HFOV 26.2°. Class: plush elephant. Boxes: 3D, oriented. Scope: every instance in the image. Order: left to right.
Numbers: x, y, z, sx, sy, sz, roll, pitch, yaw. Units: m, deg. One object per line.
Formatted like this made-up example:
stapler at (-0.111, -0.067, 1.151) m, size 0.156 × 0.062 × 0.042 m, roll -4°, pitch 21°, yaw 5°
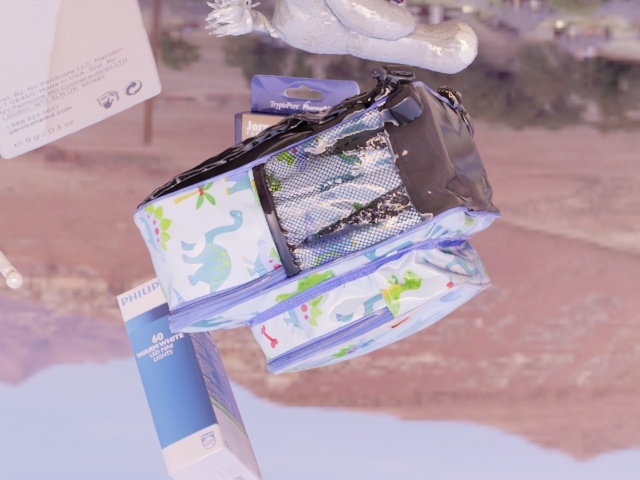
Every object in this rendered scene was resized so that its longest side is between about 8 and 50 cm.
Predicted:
plush elephant at (0.025, -0.377, 1.717) m, size 0.330 × 0.255 × 0.272 m, roll -1°, pitch -149°, yaw -20°

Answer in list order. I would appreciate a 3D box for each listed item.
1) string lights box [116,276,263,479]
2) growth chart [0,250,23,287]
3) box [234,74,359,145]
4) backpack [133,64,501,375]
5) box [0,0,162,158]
string lights box at (-0.158, 0.181, 1.670) m, size 0.077 × 0.259 × 0.133 m, roll -27°, pitch 144°, yaw 5°
growth chart at (-0.387, 0.004, 1.243) m, size 0.172 × 0.021 × 0.237 m, roll 41°, pitch -154°, yaw 26°
box at (-0.026, -0.055, 1.424) m, size 0.136 × 0.225 × 0.036 m, roll 8°, pitch -167°, yaw 31°
backpack at (0.000, 0.000, 0.474) m, size 0.114 × 0.084 × 0.105 m, roll -19°, pitch 176°, yaw 15°
box at (-0.199, -0.208, 0.823) m, size 0.121 × 0.148 × 0.311 m, roll -25°, pitch 150°, yaw -11°
